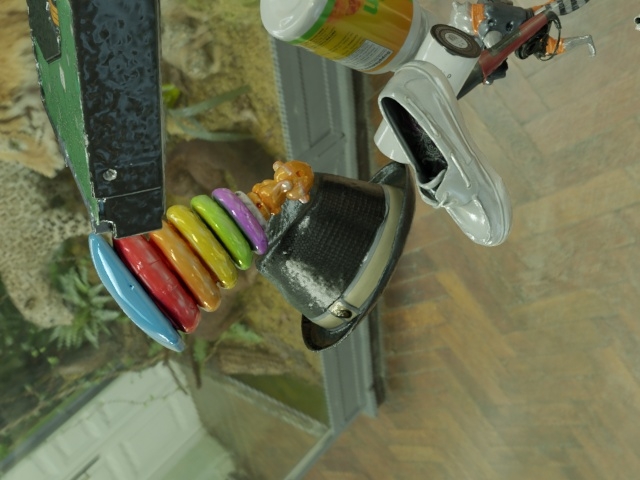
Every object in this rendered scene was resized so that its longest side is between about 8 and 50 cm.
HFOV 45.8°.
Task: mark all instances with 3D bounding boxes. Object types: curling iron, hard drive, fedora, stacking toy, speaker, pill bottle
[{"bbox_3d":[0.207,-0.207,0.957,0.035,0.274,0.068,35,155,47],"label":"curling iron"},{"bbox_3d":[-0.178,-0.199,0.563,0.237,0.064,0.339,54,147,42],"label":"hard drive"},{"bbox_3d":[0.000,0.000,1.120,0.153,0.334,0.334,25,153,-15],"label":"fedora"},{"bbox_3d":[-0.132,-0.008,0.983,0.175,0.302,0.166,51,168,5],"label":"stacking toy"},{"bbox_3d":[0.103,-0.142,0.753,0.055,0.055,0.136,40,133,14],"label":"speaker"},{"bbox_3d":[0.051,-0.311,1.050,0.136,0.246,0.136,-13,73,47],"label":"pill bottle"}]

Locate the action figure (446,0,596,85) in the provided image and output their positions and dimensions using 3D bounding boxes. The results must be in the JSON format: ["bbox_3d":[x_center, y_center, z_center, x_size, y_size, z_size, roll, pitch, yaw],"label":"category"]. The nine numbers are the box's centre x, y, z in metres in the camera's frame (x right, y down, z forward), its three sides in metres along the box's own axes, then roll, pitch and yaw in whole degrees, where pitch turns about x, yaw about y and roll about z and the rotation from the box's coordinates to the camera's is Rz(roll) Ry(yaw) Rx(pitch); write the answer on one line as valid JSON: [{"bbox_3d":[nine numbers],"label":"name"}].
[{"bbox_3d":[0.469,-0.559,1.827,0.178,0.330,0.341,93,173,-67],"label":"action figure"}]

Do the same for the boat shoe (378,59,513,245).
[{"bbox_3d":[0.106,-0.062,0.650,0.066,0.063,0.184,5,130,48],"label":"boat shoe"}]

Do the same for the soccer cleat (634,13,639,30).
[{"bbox_3d":[0.618,-0.426,1.448,0.036,0.083,0.029,12,142,7],"label":"soccer cleat"}]
